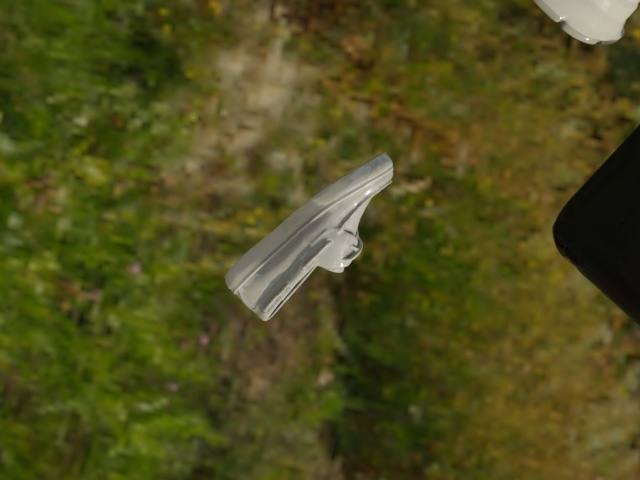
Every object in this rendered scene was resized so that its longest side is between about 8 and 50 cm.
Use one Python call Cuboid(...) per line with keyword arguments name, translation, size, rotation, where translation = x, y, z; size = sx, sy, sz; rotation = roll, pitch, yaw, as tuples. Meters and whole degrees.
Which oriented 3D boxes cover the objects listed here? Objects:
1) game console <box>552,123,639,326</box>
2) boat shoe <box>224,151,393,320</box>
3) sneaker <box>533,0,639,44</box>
Cuboid(name="game console", translation=(0.384, -0.027, 1.360), size=(0.342, 0.386, 0.060), rotation=(-44, 135, 1))
Cuboid(name="boat shoe", translation=(0.000, 0.000, 1.583), size=(0.184, 0.063, 0.066), rotation=(-40, 178, 19))
Cuboid(name="sneaker", translation=(0.122, -0.260, 1.228), size=(0.297, 0.129, 0.111), rotation=(38, 22, -23))
